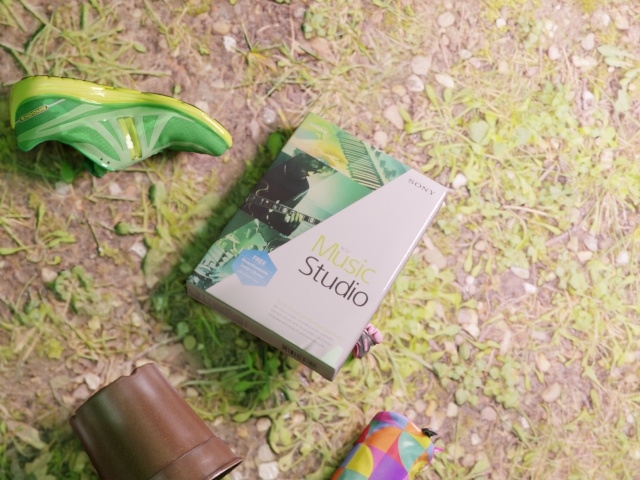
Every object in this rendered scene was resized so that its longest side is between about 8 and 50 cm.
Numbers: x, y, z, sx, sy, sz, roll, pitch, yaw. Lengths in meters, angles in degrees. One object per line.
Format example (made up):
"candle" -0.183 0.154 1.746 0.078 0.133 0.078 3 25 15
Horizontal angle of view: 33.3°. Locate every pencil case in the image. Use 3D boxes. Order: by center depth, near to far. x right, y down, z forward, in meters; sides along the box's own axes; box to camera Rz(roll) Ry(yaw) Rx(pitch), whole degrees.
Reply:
"pencil case" 0.061 0.332 1.399 0.104 0.104 0.236 42 67 -4

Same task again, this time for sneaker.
"sneaker" -0.267 -0.142 1.432 0.295 0.109 0.124 8 95 -20
"sneaker" 0.028 0.117 1.483 0.119 0.047 0.057 42 77 -3

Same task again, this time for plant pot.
"plant pot" -0.207 0.249 1.300 0.167 0.167 0.165 -32 78 -25

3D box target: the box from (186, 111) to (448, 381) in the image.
"box" 0.000 0.000 1.466 0.232 0.058 0.322 30 64 8
